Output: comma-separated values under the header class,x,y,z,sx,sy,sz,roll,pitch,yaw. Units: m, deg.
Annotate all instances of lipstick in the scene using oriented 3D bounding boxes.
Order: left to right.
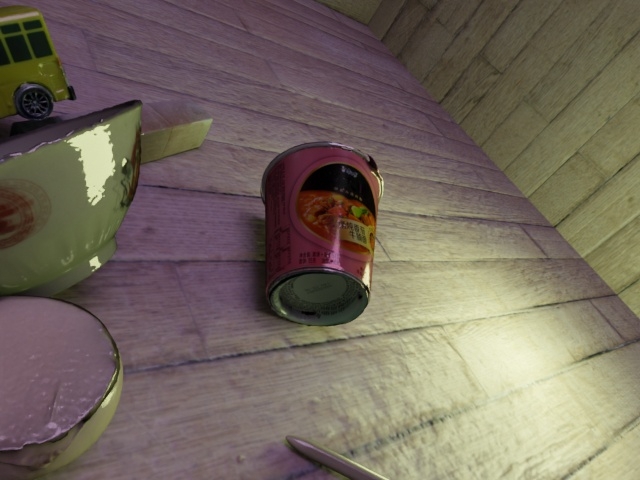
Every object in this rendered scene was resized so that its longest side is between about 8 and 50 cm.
class,x,y,z,sx,sy,sz,roll,pitch,yaw
lipstick,-0.338,-0.180,0.828,0.076,0.080,0.371,41,33,8

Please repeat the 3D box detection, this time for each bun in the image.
class,x,y,z,sx,sy,sz,roll,pitch,yaw
bun,-0.281,0.143,0.448,0.173,0.120,0.173,18,38,-15

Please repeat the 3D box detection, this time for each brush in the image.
class,x,y,z,sx,sy,sz,roll,pitch,yaw
brush,0.082,0.332,0.640,0.299,0.042,0.039,28,35,-8

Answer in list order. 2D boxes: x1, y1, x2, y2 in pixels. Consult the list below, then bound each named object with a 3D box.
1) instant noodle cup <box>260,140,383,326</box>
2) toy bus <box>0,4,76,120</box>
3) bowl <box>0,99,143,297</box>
class,x,y,z,sx,sy,sz,roll,pitch,yaw
instant noodle cup,0.000,0.000,0.814,0.244,0.244,0.255,22,45,-23
toy bus,-0.476,-0.206,0.596,0.128,0.150,0.262,21,41,35
bowl,-0.329,-0.028,0.527,0.337,0.337,0.157,-62,139,-57
